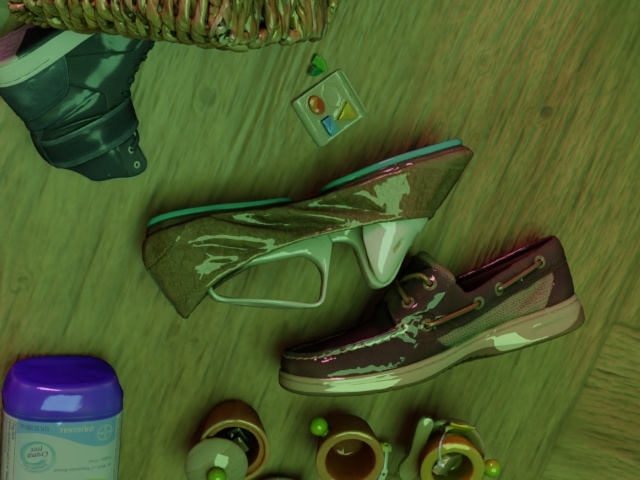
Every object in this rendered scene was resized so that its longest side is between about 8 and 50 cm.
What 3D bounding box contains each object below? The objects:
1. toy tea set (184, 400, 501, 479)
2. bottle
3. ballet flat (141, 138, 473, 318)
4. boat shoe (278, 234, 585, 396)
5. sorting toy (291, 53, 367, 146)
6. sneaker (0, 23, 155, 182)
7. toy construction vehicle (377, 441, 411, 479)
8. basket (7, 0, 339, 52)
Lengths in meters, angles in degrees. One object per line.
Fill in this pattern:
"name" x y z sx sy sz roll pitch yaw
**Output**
"toy tea set" 0.020 0.279 1.221 0.336 0.124 0.200 9 110 -9
"bottle" -0.264 0.258 1.167 0.118 0.092 0.283 2 107 -19
"ballet flat" 0.000 0.000 1.142 0.342 0.116 0.124 -15 82 -12
"boat shoe" 0.111 0.071 1.221 0.342 0.123 0.123 -14 98 -13
"sorting toy" 0.004 -0.142 1.163 0.062 0.012 0.083 -35 115 -4
"sneaker" -0.175 -0.154 1.067 0.226 0.086 0.163 -35 124 -13
"toy construction vehicle" 0.088 0.275 1.317 0.085 0.035 0.098 11 104 -21
"basket" -0.105 -0.315 0.943 0.213 0.223 0.299 -22 119 -56
